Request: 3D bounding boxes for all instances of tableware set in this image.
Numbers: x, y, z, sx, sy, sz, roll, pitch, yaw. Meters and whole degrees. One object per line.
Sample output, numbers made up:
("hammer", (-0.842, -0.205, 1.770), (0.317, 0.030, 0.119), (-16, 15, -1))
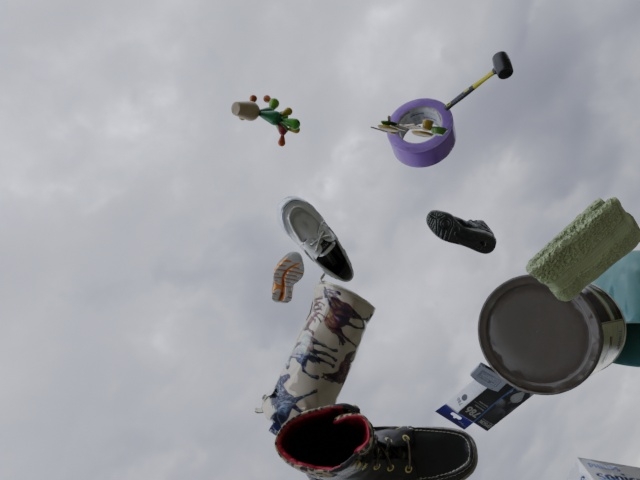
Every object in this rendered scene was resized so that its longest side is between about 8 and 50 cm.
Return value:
("tableware set", (0.186, -0.237, 1.080), (0.104, 0.154, 0.024), (9, -87, -32))

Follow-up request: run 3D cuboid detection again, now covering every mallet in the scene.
("mallet", (0.376, -0.383, 1.251), (0.039, 0.189, 0.062), (20, -121, -34))

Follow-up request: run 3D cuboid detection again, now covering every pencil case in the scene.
("pencil case", (-0.009, 0.299, 1.326), (0.183, 0.160, 0.410), (24, -92, -11))

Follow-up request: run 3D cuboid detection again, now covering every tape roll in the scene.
("tape roll", (0.289, -0.309, 1.487), (0.189, 0.189, 0.080), (-46, -31, -5))

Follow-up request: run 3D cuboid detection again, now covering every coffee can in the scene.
("coffee can", (0.444, 0.169, 0.977), (0.275, 0.201, 0.202), (9, -68, -52))

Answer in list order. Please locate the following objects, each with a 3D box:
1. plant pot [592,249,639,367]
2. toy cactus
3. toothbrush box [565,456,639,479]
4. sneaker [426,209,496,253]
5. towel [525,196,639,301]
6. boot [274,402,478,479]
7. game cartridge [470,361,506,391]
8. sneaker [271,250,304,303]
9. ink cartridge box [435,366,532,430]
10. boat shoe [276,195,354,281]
("plant pot", (0.831, 0.169, 1.353), (0.293, 0.293, 0.235), (50, -134, -45))
("toy cactus", (-0.160, -0.326, 1.358), (0.180, 0.219, 0.112), (-5, -53, -50))
("toothbrush box", (0.500, 0.461, 0.722), (0.206, 0.283, 0.122), (12, -70, -10))
("sneaker", (0.448, -0.035, 1.642), (0.130, 0.227, 0.087), (-27, -43, -65))
("towel", (0.365, 0.015, 0.713), (0.110, 0.027, 0.148), (34, -68, -28))
("boot", (0.112, 0.414, 1.024), (0.377, 0.138, 0.284), (-7, -34, 16))
("game cartridge", (0.429, 0.350, 1.324), (0.056, 0.083, 0.017), (-61, -3, 31))
("sneaker", (-0.101, 0.096, 1.523), (0.084, 0.083, 0.215), (14, -43, -11))
("ink cartridge box", (0.533, 0.483, 1.604), (0.165, 0.065, 0.333), (35, -71, -27))
("boat shoe", (0.000, 0.000, 1.179), (0.095, 0.084, 0.258), (-48, -54, -5))
